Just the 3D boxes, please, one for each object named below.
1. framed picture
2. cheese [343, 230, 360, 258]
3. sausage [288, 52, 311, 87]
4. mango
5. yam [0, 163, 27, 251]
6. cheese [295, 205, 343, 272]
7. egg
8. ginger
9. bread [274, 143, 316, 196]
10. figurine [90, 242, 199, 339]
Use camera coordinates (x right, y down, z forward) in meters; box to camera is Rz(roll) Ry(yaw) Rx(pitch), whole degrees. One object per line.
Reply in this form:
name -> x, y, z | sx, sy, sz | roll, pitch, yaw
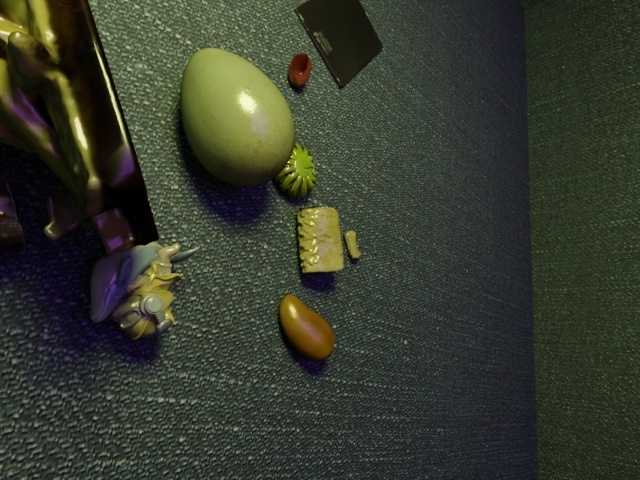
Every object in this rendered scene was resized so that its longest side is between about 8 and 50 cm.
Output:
framed picture -> 0.074, -0.673, 1.318 | 0.255, 0.014, 0.339 | 54, 50, -23
cheese -> 0.094, 0.013, 1.195 | 0.044, 0.030, 0.084 | -20, 91, -38
sausage -> -0.056, -0.463, 1.119 | 0.054, 0.058, 0.094 | 86, 15, -68
mango -> -0.035, 0.214, 0.994 | 0.184, 0.084, 0.102 | 55, 49, -16
yam -> -0.543, -0.038, 0.516 | 0.279, 0.131, 0.131 | -5, 86, -42
cheese -> 0.000, 0.000, 1.060 | 0.123, 0.093, 0.168 | 1, 82, -46
egg -> -0.177, -0.255, 0.851 | 0.218, 0.218, 0.296 | -29, 90, -43
ginger -> -0.375, -0.155, 0.554 | 0.211, 0.358, 0.414 | -19, 65, -20
bread -> -0.062, -0.183, 1.052 | 0.129, 0.071, 0.139 | 22, 68, -36
figurine -> -0.309, 0.075, 0.724 | 0.208, 0.128, 0.184 | -40, 112, -46
